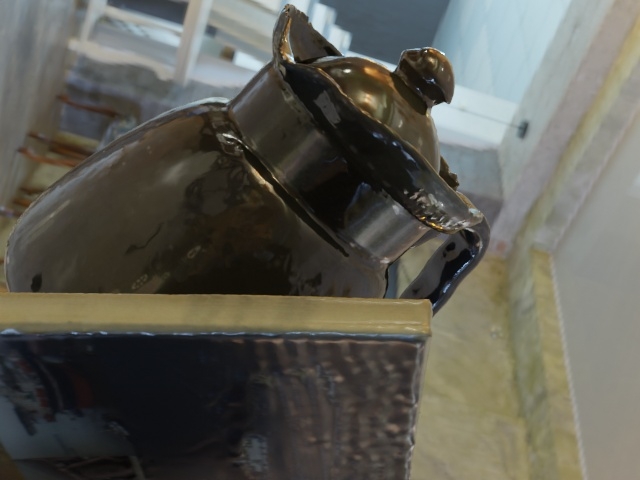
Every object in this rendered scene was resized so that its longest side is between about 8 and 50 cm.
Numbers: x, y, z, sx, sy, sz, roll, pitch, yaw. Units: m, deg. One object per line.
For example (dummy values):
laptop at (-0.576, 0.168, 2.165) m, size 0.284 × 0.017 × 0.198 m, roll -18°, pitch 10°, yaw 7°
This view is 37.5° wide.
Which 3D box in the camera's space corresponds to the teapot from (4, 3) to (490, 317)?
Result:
teapot at (-0.001, 0.007, 0.610) m, size 0.285 × 0.305 × 0.223 m, roll -43°, pitch -158°, yaw 14°

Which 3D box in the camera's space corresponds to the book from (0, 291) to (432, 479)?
book at (-0.137, 0.110, 0.489) m, size 0.263 × 0.373 × 0.028 m, roll 89°, pitch 2°, yaw -51°
